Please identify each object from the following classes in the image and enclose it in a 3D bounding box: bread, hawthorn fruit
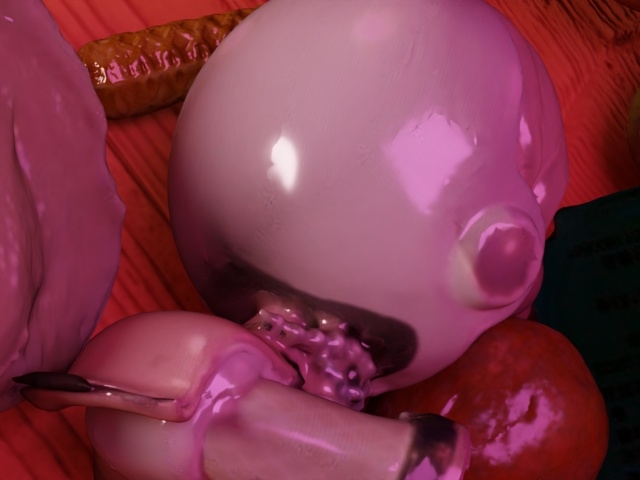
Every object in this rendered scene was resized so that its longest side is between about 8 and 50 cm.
[{"bbox_3d":[-0.083,-0.113,1.002,0.157,0.044,0.052,-17,89,-31],"label":"bread"},{"bbox_3d":[0.084,0.129,0.971,0.189,0.149,0.149,-38,95,-9],"label":"hawthorn fruit"}]

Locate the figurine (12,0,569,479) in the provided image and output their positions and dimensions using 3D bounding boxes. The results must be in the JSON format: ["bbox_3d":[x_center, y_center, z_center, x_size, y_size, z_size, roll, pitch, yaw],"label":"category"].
[{"bbox_3d":[0.008,0.001,0.876,0.361,0.253,0.211,-60,142,-32],"label":"figurine"}]

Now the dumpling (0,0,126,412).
[{"bbox_3d":[-0.252,-0.035,0.759,0.395,0.233,0.316,8,97,-38],"label":"dumpling"}]

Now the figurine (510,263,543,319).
[{"bbox_3d":[0.115,0.023,1.057,0.083,0.067,0.071,44,78,-29],"label":"figurine"}]

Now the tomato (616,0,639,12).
[{"bbox_3d":[0.241,-0.286,1.179,0.338,0.143,0.338,16,58,-27],"label":"tomato"}]

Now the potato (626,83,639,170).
[{"bbox_3d":[0.338,-0.087,1.163,0.248,0.143,0.169,-9,39,-27],"label":"potato"}]

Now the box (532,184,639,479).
[{"bbox_3d":[0.302,0.116,1.063,0.106,0.264,0.337,16,60,-70],"label":"box"}]
